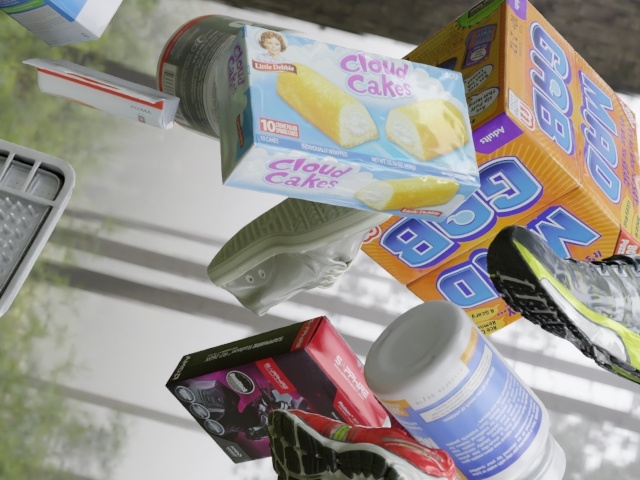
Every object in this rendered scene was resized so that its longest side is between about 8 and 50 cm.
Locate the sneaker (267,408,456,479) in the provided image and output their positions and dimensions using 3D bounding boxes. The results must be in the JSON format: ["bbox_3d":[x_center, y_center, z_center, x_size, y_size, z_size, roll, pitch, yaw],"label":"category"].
[{"bbox_3d":[0.043,0.253,1.414,0.279,0.118,0.107,12,-73,51],"label":"sneaker"}]

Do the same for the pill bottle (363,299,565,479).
[{"bbox_3d":[0.189,0.215,1.548,0.152,0.272,0.152,-32,-154,18],"label":"pill bottle"}]

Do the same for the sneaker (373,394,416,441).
[{"bbox_3d":[0.151,0.267,1.714,0.103,0.111,0.252,-40,-149,25],"label":"sneaker"}]

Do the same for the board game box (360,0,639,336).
[{"bbox_3d":[0.282,-0.122,2.051,0.356,0.356,0.356,-32,-150,33],"label":"board game box"}]

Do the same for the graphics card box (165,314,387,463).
[{"bbox_3d":[-0.080,0.281,2.272,0.371,0.233,0.094,-17,-149,39],"label":"graphics card box"}]

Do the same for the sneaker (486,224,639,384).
[{"bbox_3d":[0.299,0.055,1.341,0.111,0.300,0.121,12,-109,58],"label":"sneaker"}]

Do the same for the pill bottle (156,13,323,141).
[{"bbox_3d":[-0.071,-0.187,1.532,0.283,0.161,0.161,24,-78,52],"label":"pill bottle"}]

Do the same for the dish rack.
[{"bbox_3d":[-0.605,-0.019,2.185,0.072,0.285,0.333,75,36,-61],"label":"dish rack"}]

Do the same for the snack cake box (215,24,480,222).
[{"bbox_3d":[0.028,-0.120,1.309,0.089,0.264,0.152,-46,-137,52],"label":"snack cake box"}]

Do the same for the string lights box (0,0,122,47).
[{"bbox_3d":[-0.342,-0.312,1.299,0.133,0.260,0.077,6,-117,54],"label":"string lights box"}]

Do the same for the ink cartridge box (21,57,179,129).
[{"bbox_3d":[-0.234,-0.154,1.327,0.179,0.145,0.045,-75,-178,-80],"label":"ink cartridge box"}]

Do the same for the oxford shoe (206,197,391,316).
[{"bbox_3d":[0.000,0.000,1.746,0.449,0.130,0.169,-28,-161,51],"label":"oxford shoe"}]
